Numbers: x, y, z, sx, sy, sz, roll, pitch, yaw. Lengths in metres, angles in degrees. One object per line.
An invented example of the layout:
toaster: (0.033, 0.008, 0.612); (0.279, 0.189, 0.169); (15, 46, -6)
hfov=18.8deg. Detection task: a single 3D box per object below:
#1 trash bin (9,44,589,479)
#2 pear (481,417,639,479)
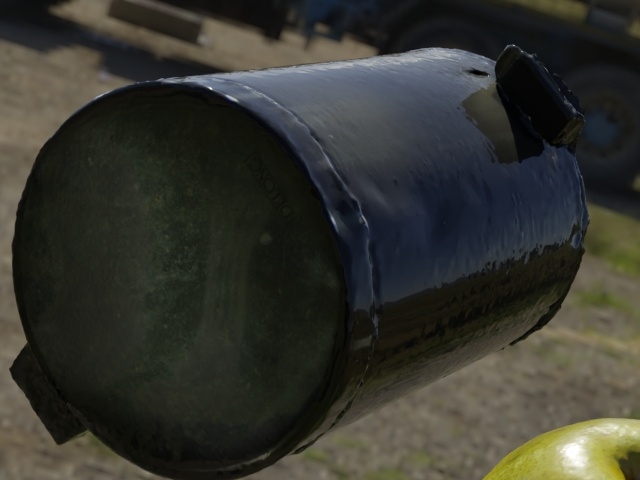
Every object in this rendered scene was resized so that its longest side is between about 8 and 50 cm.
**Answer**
trash bin: (0.000, 0.000, 1.072); (0.203, 0.252, 0.301); (54, 30, 11)
pear: (0.120, 0.124, 0.777); (0.141, 0.141, 0.104); (20, 51, 8)
